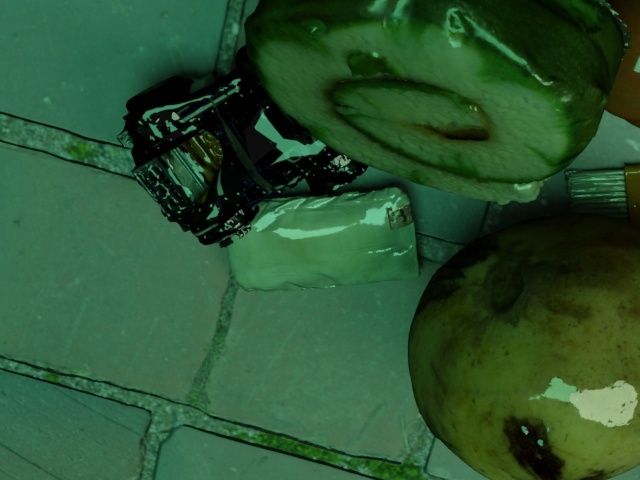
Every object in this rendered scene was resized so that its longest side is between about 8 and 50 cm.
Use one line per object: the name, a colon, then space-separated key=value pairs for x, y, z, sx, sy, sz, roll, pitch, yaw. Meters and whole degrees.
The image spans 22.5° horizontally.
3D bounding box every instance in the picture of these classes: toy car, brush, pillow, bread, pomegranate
toy car: x=-0.066 y=-0.119 z=1.756 sx=0.301 sy=0.118 sz=0.193 roll=-24 pitch=102 yaw=22
brush: x=0.428 y=-0.049 z=1.756 sx=0.314 sy=0.017 sz=0.090 roll=-3 pitch=121 yaw=13
pillow: x=0.000 y=0.000 z=1.850 sx=0.229 sy=0.051 sz=0.128 roll=-5 pitch=124 yaw=15
bread: x=0.115 y=-0.153 z=1.504 sx=0.366 sy=0.129 sz=0.382 roll=5 pitch=158 yaw=44
pomegranate: x=0.250 y=0.120 z=1.721 sx=0.322 sy=0.322 sz=0.322 roll=5 pitch=120 yaw=9

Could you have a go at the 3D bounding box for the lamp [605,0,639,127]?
lamp: x=0.350 y=-0.214 z=1.575 sx=0.223 sy=0.196 sz=0.223 roll=-16 pitch=126 yaw=-24
